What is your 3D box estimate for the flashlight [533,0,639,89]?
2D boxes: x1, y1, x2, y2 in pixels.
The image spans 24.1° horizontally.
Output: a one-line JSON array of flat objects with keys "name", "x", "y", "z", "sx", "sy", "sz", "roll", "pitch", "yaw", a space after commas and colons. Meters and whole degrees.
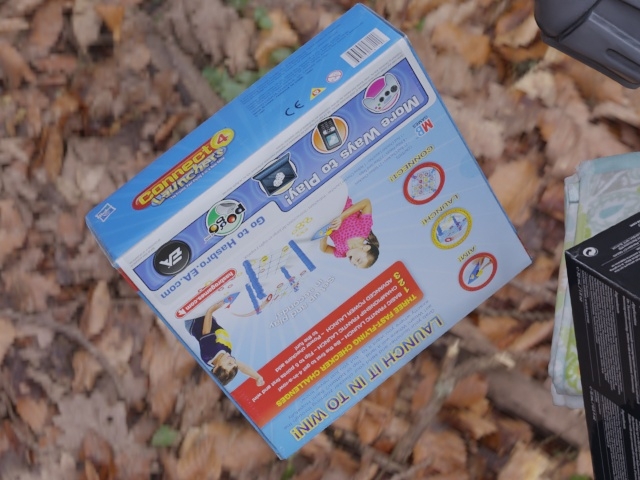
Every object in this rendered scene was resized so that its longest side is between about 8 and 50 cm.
[{"name": "flashlight", "x": 0.045, "y": -0.167, "z": 0.689, "sx": 0.304, "sy": 0.103, "sz": 0.103, "roll": 29, "pitch": 85, "yaw": -16}]

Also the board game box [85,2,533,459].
[{"name": "board game box", "x": 0.000, "y": 0.000, "z": 1.341, "sx": 0.308, "sy": 0.302, "sz": 0.086, "roll": -38, "pitch": 40, "yaw": -4}]

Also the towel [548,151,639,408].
[{"name": "towel", "x": 0.444, "y": 0.037, "z": 1.685, "sx": 0.375, "sy": 0.090, "sz": 0.320, "roll": -6, "pitch": 56, "yaw": 28}]

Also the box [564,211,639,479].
[{"name": "box", "x": 0.303, "y": 0.129, "z": 1.205, "sx": 0.103, "sy": 0.261, "sz": 0.184, "roll": -25, "pitch": 35, "yaw": -18}]
